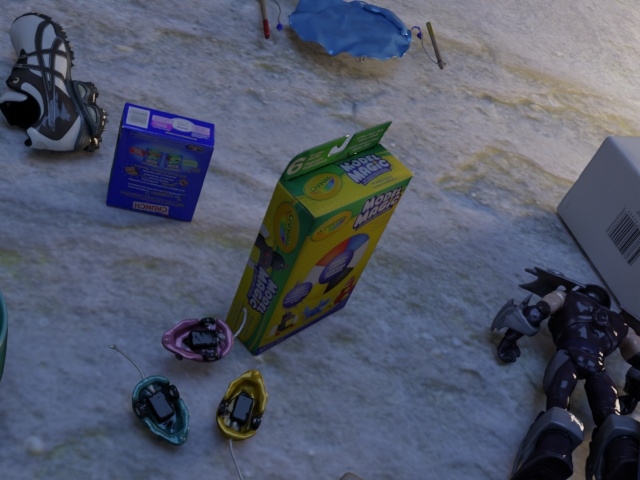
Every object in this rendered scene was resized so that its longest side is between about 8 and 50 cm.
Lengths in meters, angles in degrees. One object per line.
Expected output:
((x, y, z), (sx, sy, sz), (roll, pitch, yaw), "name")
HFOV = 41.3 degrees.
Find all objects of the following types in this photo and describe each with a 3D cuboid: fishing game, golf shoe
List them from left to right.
((-0.304, -0.172, 0.903), (0.093, 0.077, 0.198), (-16, 56, -35), "golf shoe")
((0.040, -0.296, 1.206), (0.264, 0.041, 0.189), (5, 39, -13), "fishing game")

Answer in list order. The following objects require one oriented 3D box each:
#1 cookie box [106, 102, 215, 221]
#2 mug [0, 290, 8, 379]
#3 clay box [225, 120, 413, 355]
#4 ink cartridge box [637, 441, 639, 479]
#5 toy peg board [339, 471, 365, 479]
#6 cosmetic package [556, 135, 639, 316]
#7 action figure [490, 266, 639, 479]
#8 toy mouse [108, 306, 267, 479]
((-0.162, -0.076, 0.852), (0.091, 0.107, 0.040), (12, 44, -15), "cookie box")
((-0.308, 0.076, 0.647), (0.129, 0.097, 0.158), (2, 47, -22), "mug")
((0.000, 0.000, 0.770), (0.127, 0.222, 0.053), (-25, 63, -39), "clay box")
((0.459, 0.253, 0.692), (0.395, 0.151, 0.270), (37, 38, -2), "ink cartridge box")
((0.043, 0.291, 0.633), (0.161, 0.079, 0.161), (30, 59, 6), "toy peg board")
((0.458, -0.007, 1.046), (0.224, 0.138, 0.224), (-4, 51, -26), "cosmetic package")
((0.260, 0.134, 0.858), (0.185, 0.099, 0.285), (20, 39, 4), "action figure")
((-0.116, 0.119, 0.729), (0.143, 0.031, 0.161), (19, 58, -11), "toy mouse")
